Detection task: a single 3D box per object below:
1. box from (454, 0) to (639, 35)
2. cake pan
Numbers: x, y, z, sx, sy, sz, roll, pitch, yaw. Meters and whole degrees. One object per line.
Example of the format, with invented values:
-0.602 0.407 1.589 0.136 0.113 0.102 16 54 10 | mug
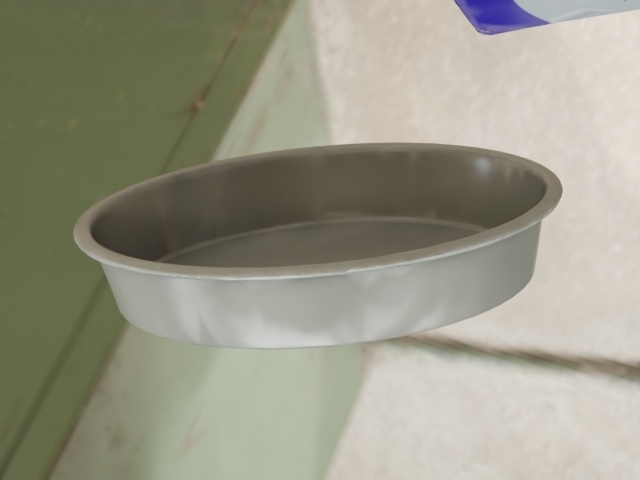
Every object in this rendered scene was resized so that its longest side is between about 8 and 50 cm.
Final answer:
0.077 -0.096 0.354 0.137 0.072 0.126 -8 167 15 | box
0.000 0.000 1.188 0.293 0.293 0.054 2 107 23 | cake pan
